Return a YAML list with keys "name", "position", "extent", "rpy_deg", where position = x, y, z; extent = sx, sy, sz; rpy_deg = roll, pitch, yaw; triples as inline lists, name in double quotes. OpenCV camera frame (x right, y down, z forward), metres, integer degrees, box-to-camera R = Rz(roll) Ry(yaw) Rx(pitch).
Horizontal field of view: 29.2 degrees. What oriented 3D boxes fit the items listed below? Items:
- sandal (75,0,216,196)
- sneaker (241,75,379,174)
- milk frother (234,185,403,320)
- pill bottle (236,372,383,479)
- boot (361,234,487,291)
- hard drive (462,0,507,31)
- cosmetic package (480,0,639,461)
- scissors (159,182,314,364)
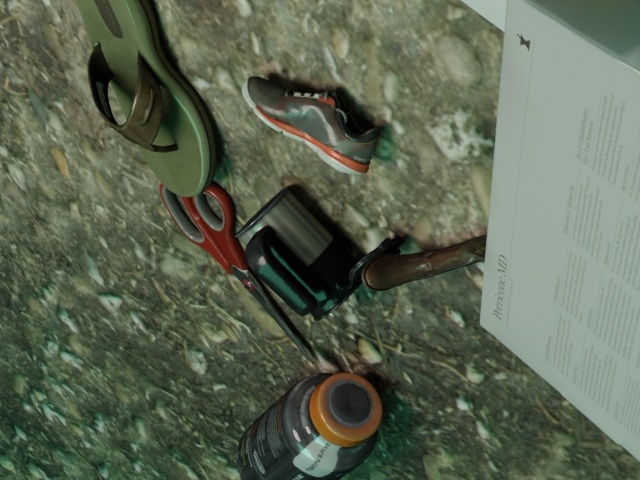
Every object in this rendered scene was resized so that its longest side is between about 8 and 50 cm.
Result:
- name: "sandal"
  position: [-0.213, -0.171, 1.353]
  extent: [0.120, 0.086, 0.302]
  rpy_deg: [4, 131, 41]
- name: "sneaker"
  position: [-0.005, -0.132, 1.243]
  extent: [0.158, 0.061, 0.065]
  rpy_deg: [34, 117, 9]
- name: "milk frother"
  position: [0.000, 0.000, 1.345]
  extent: [0.143, 0.129, 0.135]
  rpy_deg: [-42, 97, 11]
- name: "pill bottle"
  position: [-0.010, 0.249, 1.571]
  extent: [0.130, 0.130, 0.245]
  rpy_deg: [41, 145, 0]
- name: "boot"
  position: [0.112, 0.022, 1.249]
  extent: [0.114, 0.106, 0.037]
  rpy_deg: [-14, 91, 53]
- name: "hard drive"
  position: [0.253, -0.243, 0.877]
  extent: [0.233, 0.047, 0.353]
  rpy_deg: [38, 145, 6]
- name: "cosmetic package"
  position: [0.258, 0.007, 0.947]
  extent: [0.284, 0.097, 0.377]
  rpy_deg: [40, 150, 33]
- name: "scissors"
  position: [-0.103, 0.039, 1.536]
  extent: [0.109, 0.021, 0.297]
  rpy_deg: [-2, 128, 41]
